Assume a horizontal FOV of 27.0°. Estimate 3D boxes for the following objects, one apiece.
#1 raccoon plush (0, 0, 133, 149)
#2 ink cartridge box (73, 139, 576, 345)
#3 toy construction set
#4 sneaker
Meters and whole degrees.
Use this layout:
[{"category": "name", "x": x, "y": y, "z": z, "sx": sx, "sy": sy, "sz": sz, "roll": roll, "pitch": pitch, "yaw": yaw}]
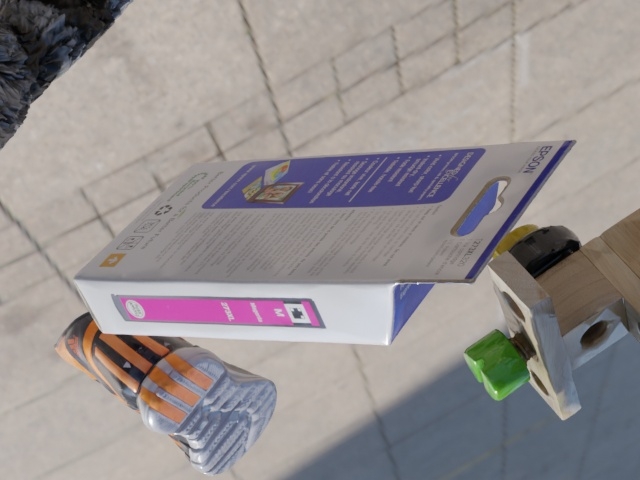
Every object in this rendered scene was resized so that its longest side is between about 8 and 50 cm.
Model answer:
[{"category": "raccoon plush", "x": -0.370, "y": -0.176, "z": 1.025, "sx": 0.216, "sy": 0.299, "sz": 0.446, "roll": -28, "pitch": -158, "yaw": 37}, {"category": "ink cartridge box", "x": 0.000, "y": 0.000, "z": 1.005, "sx": 0.371, "sy": 0.069, "sz": 0.176, "roll": -3, "pitch": -147, "yaw": 39}, {"category": "toy construction set", "x": 0.207, "y": 0.041, "z": 0.681, "sx": 0.237, "sy": 0.257, "sz": 0.309, "roll": -26, "pitch": 167, "yaw": -5}, {"category": "sneaker", "x": -0.162, "y": 0.134, "z": 1.407, "sx": 0.124, "sy": 0.180, "sz": 0.321, "roll": -49, "pitch": 155, "yaw": -11}]
